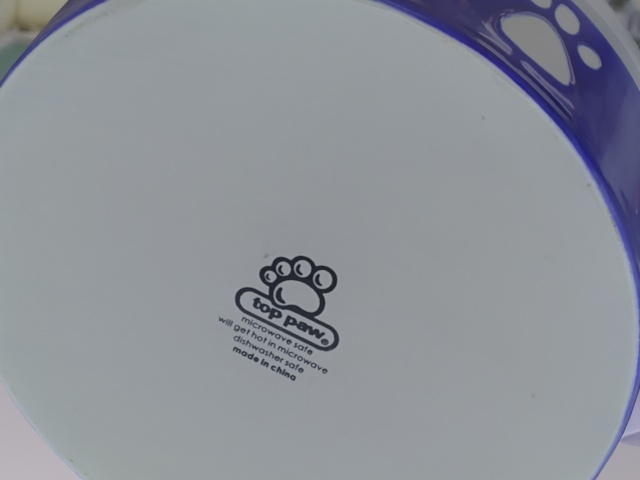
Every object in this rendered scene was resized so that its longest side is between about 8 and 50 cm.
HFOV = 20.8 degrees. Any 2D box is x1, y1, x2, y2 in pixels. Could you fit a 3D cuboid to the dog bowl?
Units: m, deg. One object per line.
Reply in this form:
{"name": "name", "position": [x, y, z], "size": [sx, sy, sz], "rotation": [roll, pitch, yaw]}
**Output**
{"name": "dog bowl", "position": [0.000, 0.000, 0.671], "size": [0.265, 0.265, 0.104], "rotation": [9, -148, 12]}

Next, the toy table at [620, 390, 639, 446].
{"name": "toy table", "position": [0.250, 0.147, 0.914], "size": [0.252, 0.161, 0.274], "rotation": [-5, 170, 6]}
